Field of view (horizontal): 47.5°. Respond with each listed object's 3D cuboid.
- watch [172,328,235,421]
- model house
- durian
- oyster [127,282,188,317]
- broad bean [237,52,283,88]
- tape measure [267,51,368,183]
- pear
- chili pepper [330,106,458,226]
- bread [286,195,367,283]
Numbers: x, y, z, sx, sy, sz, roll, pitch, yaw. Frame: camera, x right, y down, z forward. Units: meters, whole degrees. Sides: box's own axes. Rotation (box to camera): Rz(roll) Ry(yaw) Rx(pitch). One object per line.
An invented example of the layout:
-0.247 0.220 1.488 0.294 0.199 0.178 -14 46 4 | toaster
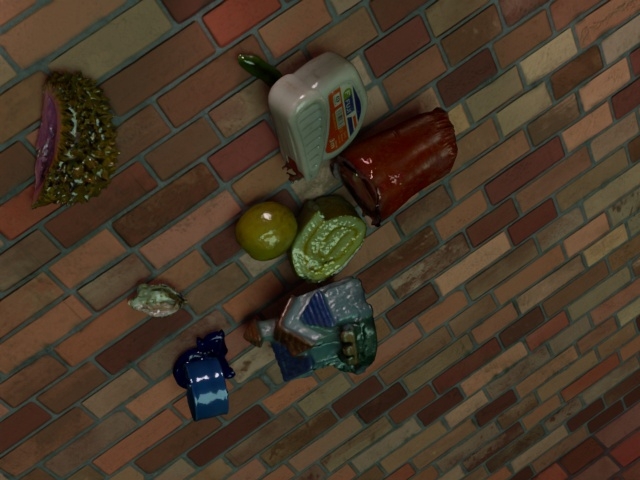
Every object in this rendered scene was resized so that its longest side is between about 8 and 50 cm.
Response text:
-0.319 0.394 2.035 0.171 0.200 0.196 -16 128 -11 | watch
-0.039 0.268 2.029 0.329 0.251 0.295 -12 162 -14 | model house
-0.536 -0.206 1.626 0.191 0.112 0.341 6 114 -25 | durian
-0.426 0.155 1.930 0.148 0.051 0.103 22 112 -17 | oyster
-0.118 -0.379 1.760 0.069 0.039 0.227 -40 130 2 | broad bean
-0.009 -0.307 1.769 0.265 0.130 0.258 -39 146 -18 | tape measure
-0.140 -0.025 1.898 0.162 0.149 0.148 -34 127 -7 | pear
0.212 -0.188 1.906 0.305 0.229 0.251 -26 157 -14 | chili pepper
0.000 0.000 1.995 0.186 0.124 0.257 26 107 -27 | bread
